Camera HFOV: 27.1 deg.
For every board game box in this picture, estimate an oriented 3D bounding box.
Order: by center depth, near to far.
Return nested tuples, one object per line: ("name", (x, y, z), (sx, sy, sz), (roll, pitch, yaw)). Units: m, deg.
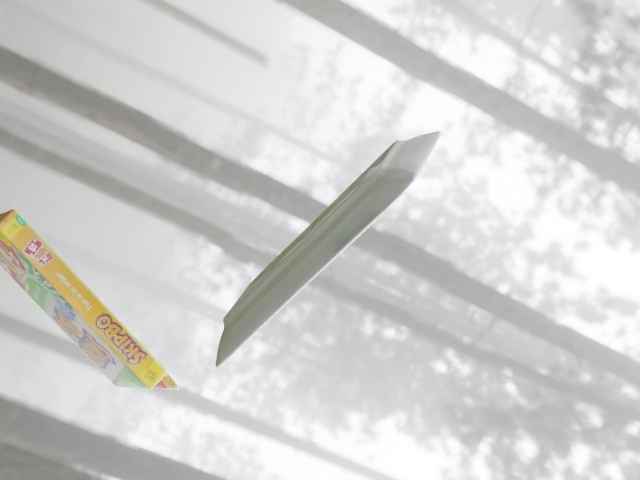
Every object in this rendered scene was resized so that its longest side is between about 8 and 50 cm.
("board game box", (-0.262, 0.074, 1.424), (0.039, 0.259, 0.124), (-49, -163, -20))

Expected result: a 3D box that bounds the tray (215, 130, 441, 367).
("tray", (0.000, 0.000, 1.217), (0.270, 0.030, 0.145), (-44, -176, 25))
